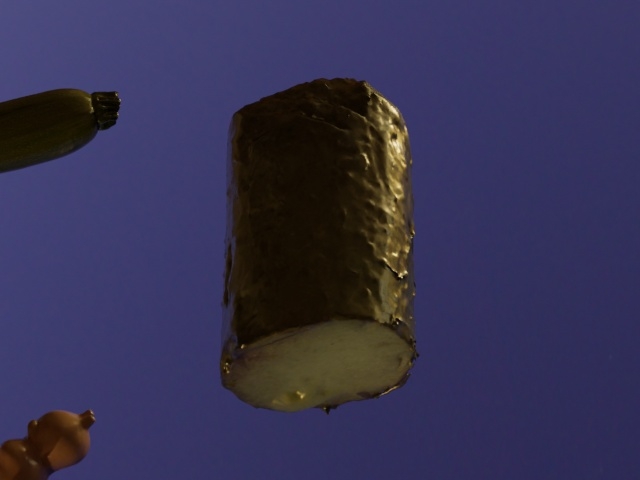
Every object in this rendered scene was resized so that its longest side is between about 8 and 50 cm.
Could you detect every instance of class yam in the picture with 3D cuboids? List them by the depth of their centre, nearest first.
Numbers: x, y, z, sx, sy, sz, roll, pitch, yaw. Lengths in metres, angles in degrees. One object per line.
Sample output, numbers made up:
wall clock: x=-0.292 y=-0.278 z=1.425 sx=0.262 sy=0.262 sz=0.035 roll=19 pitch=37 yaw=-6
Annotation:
yam: x=0.000 y=0.000 z=1.024 sx=0.195 sy=0.195 sz=0.300 roll=-4 pitch=-120 yaw=8

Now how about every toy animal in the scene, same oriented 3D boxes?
toy animal: x=-0.308 y=0.239 z=1.163 sx=0.150 sy=0.083 sz=0.089 roll=-45 pitch=-119 yaw=-12

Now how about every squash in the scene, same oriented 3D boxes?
squash: x=-0.308 y=-0.091 z=0.971 sx=0.258 sy=0.069 sz=0.069 roll=-12 pitch=-134 yaw=1
